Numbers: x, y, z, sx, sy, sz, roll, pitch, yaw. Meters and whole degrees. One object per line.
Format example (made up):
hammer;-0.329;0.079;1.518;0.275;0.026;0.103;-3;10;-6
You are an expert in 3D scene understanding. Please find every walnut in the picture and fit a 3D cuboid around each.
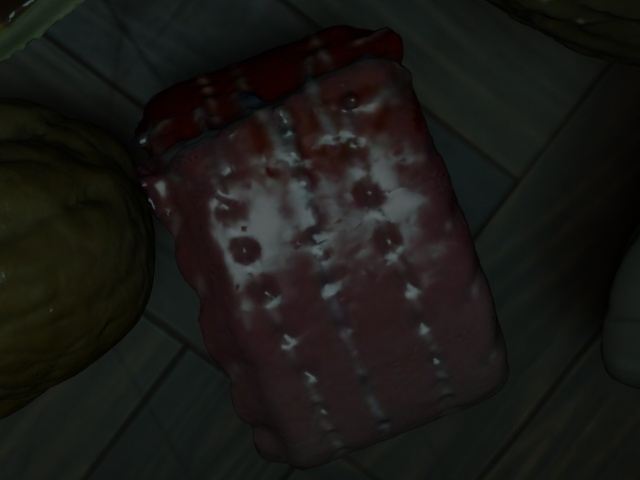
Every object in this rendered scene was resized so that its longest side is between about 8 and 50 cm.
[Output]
walnut;-0.151;0.010;0.737;0.166;0.166;0.149;-6;110;-3

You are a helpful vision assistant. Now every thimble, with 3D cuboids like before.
thimble;0.001;0.004;0.746;0.125;0.163;0.189;-20;116;0

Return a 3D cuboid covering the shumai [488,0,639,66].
shumai;0.102;-0.246;0.677;0.346;0.217;0.283;36;97;-6

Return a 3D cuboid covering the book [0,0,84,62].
book;-0.115;-0.285;0.602;0.269;0.032;0.389;-39;69;7

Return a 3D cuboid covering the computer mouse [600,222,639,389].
computer mouse;0.302;-0.032;0.735;0.389;0.115;0.199;-34;145;8
